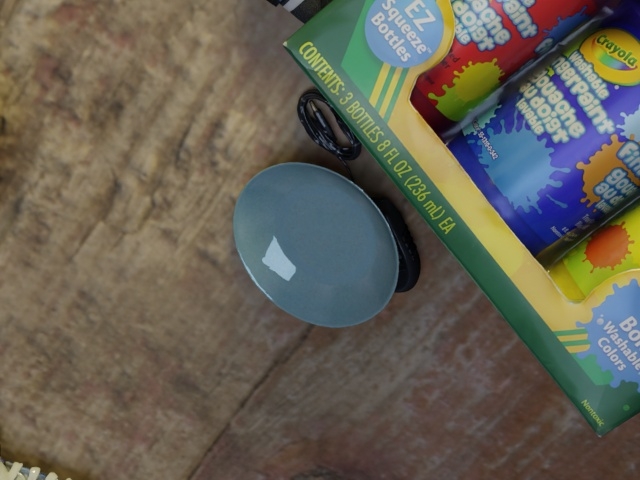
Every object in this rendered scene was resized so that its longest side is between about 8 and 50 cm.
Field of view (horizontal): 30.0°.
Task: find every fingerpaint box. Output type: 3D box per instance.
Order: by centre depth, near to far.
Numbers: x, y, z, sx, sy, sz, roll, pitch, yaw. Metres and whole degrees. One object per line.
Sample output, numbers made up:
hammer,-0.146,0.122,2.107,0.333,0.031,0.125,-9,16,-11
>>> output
fingerpaint box,0.254,-0.119,1.029,0.371,0.163,0.444,-37,97,15

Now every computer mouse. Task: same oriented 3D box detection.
computer mouse,0.043,-0.052,1.258,0.071,0.041,0.242,-11,111,35

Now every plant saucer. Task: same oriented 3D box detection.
plant saucer,0.000,0.000,1.262,0.195,0.037,0.194,14,122,23

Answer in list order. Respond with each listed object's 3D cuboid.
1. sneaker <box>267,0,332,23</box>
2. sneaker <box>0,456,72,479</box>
sneaker,0.006,-0.305,1.110,0.121,0.079,0.216,25,117,-8
sneaker,-0.374,0.295,1.408,0.323,0.130,0.236,-6,119,14
